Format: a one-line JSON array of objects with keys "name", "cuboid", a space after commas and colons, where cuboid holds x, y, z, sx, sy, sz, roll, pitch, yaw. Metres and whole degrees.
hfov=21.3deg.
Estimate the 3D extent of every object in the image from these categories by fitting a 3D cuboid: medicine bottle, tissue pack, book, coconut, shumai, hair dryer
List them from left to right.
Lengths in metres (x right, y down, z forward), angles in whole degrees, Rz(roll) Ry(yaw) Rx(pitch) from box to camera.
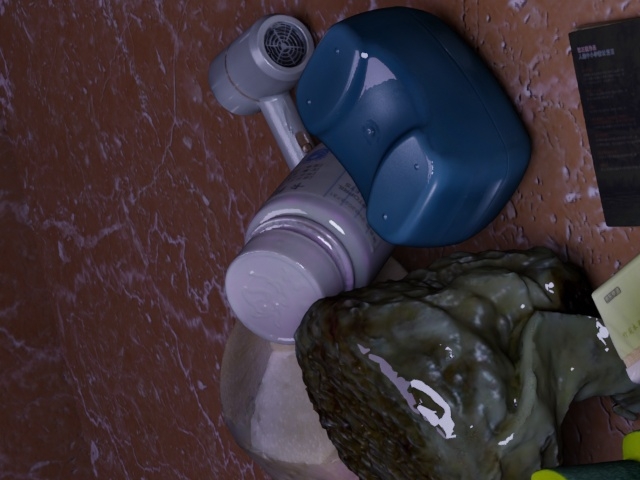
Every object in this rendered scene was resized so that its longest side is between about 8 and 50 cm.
[{"name": "hair dryer", "cuboid": [-0.027, -0.143, 2.456, 0.357, 0.107, 0.173, 63, 152, 0]}, {"name": "medicine bottle", "cuboid": [0.000, 0.000, 2.127, 0.170, 0.293, 0.170, 12, 125, 18]}, {"name": "coconut", "cuboid": [0.022, 0.172, 2.299, 0.352, 0.352, 0.353, 36, 135, 48]}, {"name": "tissue pack", "cuboid": [0.124, -0.141, 2.064, 0.287, 0.206, 0.198, 55, 138, 27]}, {"name": "shumai", "cuboid": [0.188, 0.153, 1.969, 0.395, 0.348, 0.395, 41, 158, 20]}, {"name": "book", "cuboid": [0.346, -0.127, 1.848, 0.160, 0.024, 0.228, 1, 105, 60]}, {"name": "tissue pack", "cuboid": [0.404, 0.035, 1.689, 0.125, 0.159, 0.234, 65, 151, 15]}]

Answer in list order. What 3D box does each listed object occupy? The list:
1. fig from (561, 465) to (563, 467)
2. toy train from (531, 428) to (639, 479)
[{"name": "fig", "cuboid": [0.254, 0.393, 2.166, 0.190, 0.190, 0.290, 10, 130, 59]}, {"name": "toy train", "cuboid": [0.397, 0.301, 1.593, 0.179, 0.442, 0.272, -176, 82, -77]}]
